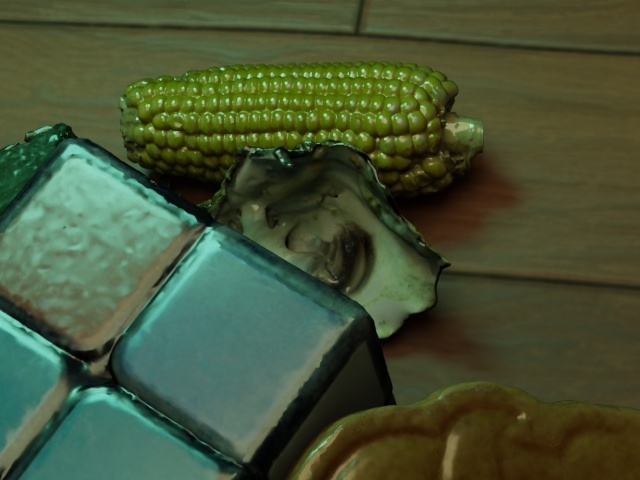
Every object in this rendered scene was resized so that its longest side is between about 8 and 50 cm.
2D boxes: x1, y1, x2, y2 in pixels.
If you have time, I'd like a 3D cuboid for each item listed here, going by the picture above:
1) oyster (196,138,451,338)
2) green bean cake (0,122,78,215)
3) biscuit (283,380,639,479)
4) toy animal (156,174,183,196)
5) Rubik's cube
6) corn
[{"bbox_3d":[0.000,0.000,1.580,0.223,0.214,0.083,43,41,-4],"label":"oyster"},{"bbox_3d":[-0.267,0.013,1.617,0.193,0.107,0.208,-30,43,-8],"label":"green bean cake"},{"bbox_3d":[0.146,0.277,1.302,0.455,0.078,0.350,-5,84,-19],"label":"biscuit"},{"bbox_3d":[-0.154,-0.040,1.692,0.028,0.050,0.084,42,34,-4],"label":"toy animal"},{"bbox_3d":[-0.144,0.164,1.420,0.318,0.313,0.316,30,71,23],"label":"Rubik's cube"},{"bbox_3d":[-0.019,-0.106,1.645,0.347,0.130,0.130,4,63,11],"label":"corn"}]
